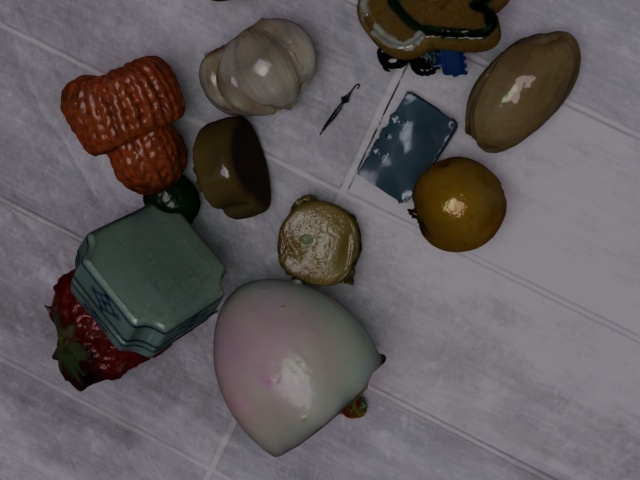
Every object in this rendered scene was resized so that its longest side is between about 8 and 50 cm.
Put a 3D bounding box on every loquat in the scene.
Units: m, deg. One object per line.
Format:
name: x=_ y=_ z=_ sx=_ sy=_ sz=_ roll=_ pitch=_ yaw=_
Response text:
loquat: x=0.293 y=-0.077 z=1.845 sx=0.208 sy=0.208 sz=0.208 roll=2 pitch=102 yaw=10

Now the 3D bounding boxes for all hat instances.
hat: x=-0.413 y=-0.197 z=1.917 sx=0.285 sy=0.285 sz=0.400 roll=-9 pitch=104 yaw=13

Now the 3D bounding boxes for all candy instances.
candy: x=0.020 y=0.421 z=2.083 sx=0.201 sy=0.060 sz=0.060 roll=-18 pitch=98 yaw=21

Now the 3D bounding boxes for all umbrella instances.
umbrella: x=0.039 y=-0.298 z=1.941 sx=0.149 sy=0.022 sz=0.022 roll=-50 pitch=63 yaw=16

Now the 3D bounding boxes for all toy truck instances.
toy truck: x=0.221 y=-0.429 z=1.825 sx=0.208 sy=0.113 sz=0.126 roll=16 pitch=69 yaw=20

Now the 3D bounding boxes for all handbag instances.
handbag: x=0.194 y=-0.207 z=1.917 sx=0.144 sy=0.057 sz=0.221 roll=34 pitch=107 yaw=10

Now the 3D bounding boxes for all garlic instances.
garlic: x=-0.133 y=-0.359 z=1.880 sx=0.281 sy=0.184 sz=0.203 roll=-28 pitch=111 yaw=14

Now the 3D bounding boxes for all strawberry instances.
strawberry: x=-0.486 y=0.177 z=2.035 sx=0.292 sy=0.310 sz=0.291 roll=21 pitch=126 yaw=33

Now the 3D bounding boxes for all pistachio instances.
pistachio: x=0.421 y=-0.316 z=1.794 sx=0.182 sy=0.162 sz=0.293 roll=31 pitch=106 yaw=-28

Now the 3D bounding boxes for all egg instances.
egg: x=-0.087 y=0.245 z=1.905 sx=0.354 sy=0.354 sz=0.340 roll=-41 pitch=91 yaw=16

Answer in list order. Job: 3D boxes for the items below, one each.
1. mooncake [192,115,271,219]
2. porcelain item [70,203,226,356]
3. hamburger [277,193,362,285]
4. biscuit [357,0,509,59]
mooncake: x=-0.201 y=-0.168 z=1.915 sx=0.117 sy=0.235 sz=0.234 roll=-17 pitch=98 yaw=19
porcelain item: x=-0.372 y=0.088 z=1.863 sx=0.286 sy=0.281 sz=0.157 roll=48 pitch=136 yaw=8
hamburger: x=0.000 y=0.000 z=1.960 sx=0.190 sy=0.122 sz=0.215 roll=-1 pitch=98 yaw=4
biscuit: x=0.257 y=-0.489 z=1.748 sx=0.344 sy=0.057 sz=0.287 roll=-30 pitch=61 yaw=-1
